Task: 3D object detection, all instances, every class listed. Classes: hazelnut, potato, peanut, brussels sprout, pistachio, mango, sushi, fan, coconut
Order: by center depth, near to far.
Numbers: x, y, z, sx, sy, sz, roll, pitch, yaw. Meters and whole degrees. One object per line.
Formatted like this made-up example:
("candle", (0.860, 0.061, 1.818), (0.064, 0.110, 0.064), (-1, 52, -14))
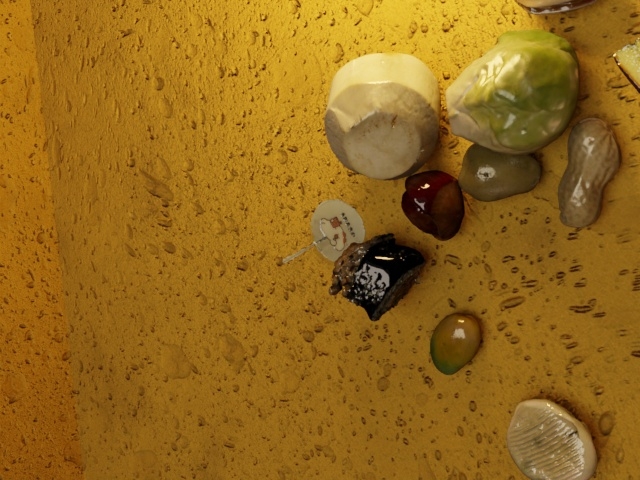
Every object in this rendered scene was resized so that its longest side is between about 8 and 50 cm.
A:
("pistachio", (0.520, -0.569, 1.557), (0.223, 0.126, 0.152), (14, 72, 33))
("brussels sprout", (0.435, -0.326, 1.573), (0.317, 0.242, 0.273), (-35, 51, 9))
("peanut", (0.607, -0.149, 1.592), (0.124, 0.124, 0.256), (15, 111, 33))
("potato", (0.434, -0.165, 1.705), (0.194, 0.157, 0.157), (12, 107, 18))
("coconut", (0.158, -0.317, 1.777), (0.323, 0.323, 0.322), (9, 105, 35))
("hazelnut", (0.287, -0.086, 1.795), (0.161, 0.170, 0.201), (-6, 133, 4))
("mango", (0.359, 0.280, 1.886), (0.130, 0.092, 0.194), (25, 123, 27))
("sushi", (0.145, 0.077, 1.909), (0.219, 0.238, 0.225), (39, 105, 28))
("fan", (0.000, 0.000, 2.130), (0.329, 0.009, 0.190), (-32, 82, 34))

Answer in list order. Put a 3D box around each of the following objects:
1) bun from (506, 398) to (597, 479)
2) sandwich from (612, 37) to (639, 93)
("bun", (0.577, 0.504, 1.753), (0.210, 0.116, 0.237), (-55, 51, 27))
("sandwich", (0.727, -0.321, 1.486), (0.090, 0.088, 0.244), (-39, 73, 26))
